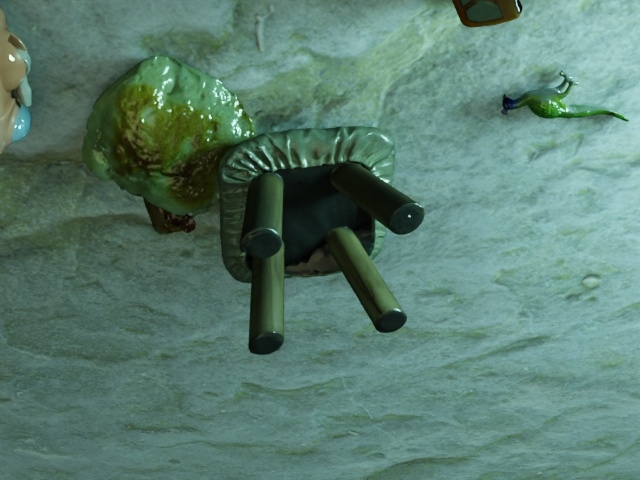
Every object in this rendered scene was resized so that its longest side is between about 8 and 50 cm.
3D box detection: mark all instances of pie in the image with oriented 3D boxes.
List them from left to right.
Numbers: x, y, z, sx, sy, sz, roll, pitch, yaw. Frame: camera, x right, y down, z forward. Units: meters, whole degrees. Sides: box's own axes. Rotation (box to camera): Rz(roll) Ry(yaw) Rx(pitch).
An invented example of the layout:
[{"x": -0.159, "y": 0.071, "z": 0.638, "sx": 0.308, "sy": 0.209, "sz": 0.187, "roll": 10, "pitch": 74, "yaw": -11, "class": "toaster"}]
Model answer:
[{"x": -0.235, "y": -0.154, "z": 1.004, "sx": 0.257, "sy": 0.105, "sz": 0.274, "roll": -34, "pitch": 127, "yaw": 9, "class": "pie"}]

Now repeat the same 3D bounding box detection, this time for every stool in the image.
[{"x": 0.000, "y": 0.000, "z": 1.011, "sx": 0.310, "sy": 0.226, "sz": 0.310, "roll": -9, "pitch": 133, "yaw": -13, "class": "stool"}]

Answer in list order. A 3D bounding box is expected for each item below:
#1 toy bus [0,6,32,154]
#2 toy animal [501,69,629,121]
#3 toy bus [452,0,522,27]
[{"x": -0.539, "y": -0.230, "z": 0.882, "sx": 0.232, "sy": 0.194, "sz": 0.287, "roll": 3, "pitch": 132, "yaw": -19, "class": "toy bus"}, {"x": 0.397, "y": -0.225, "z": 0.968, "sx": 0.217, "sy": 0.041, "sz": 0.075, "roll": 2, "pitch": 133, "yaw": -6, "class": "toy animal"}, {"x": 0.147, "y": -0.447, "z": 0.739, "sx": 0.092, "sy": 0.093, "sz": 0.409, "roll": -17, "pitch": 129, "yaw": 25, "class": "toy bus"}]
